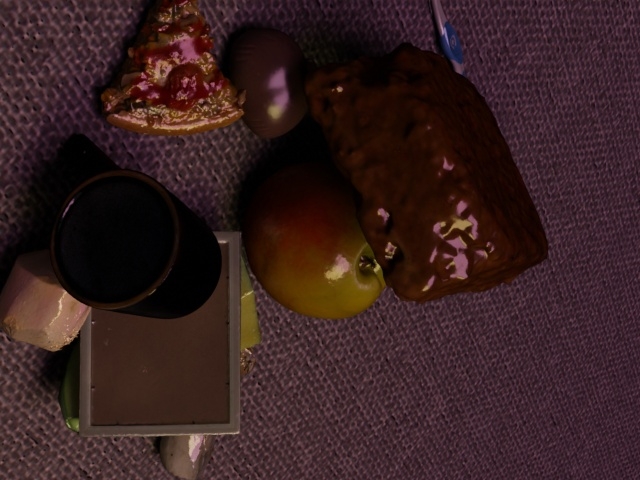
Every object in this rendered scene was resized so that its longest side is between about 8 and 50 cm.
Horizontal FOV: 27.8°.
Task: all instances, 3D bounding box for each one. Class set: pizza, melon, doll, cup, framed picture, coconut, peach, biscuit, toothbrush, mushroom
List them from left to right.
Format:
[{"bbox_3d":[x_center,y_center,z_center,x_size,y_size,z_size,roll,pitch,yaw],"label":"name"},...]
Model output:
[{"bbox_3d":[-0.335,0.064,1.600,0.116,0.116,0.122,14,107,-49],"label":"coconut"},{"bbox_3d":[-0.217,-0.021,1.576,0.177,0.166,0.239,34,47,-70],"label":"cup"},{"bbox_3d":[-0.226,0.135,1.750,0.323,0.124,0.196,-30,132,-22],"label":"melon"},{"bbox_3d":[-0.208,0.119,1.683,0.217,0.017,0.274,3,84,-15],"label":"framed picture"},{"bbox_3d":[-0.180,-0.224,1.596,0.188,0.062,0.199,-7,109,-20],"label":"pizza"},{"bbox_3d":[-0.168,0.240,1.906,0.092,0.081,0.223,18,98,-31],"label":"mushroom"},{"bbox_3d":[-0.096,-0.210,1.705,0.188,0.096,0.145,3,97,-20],"label":"doll"},{"bbox_3d":[0.000,0.000,1.826,0.231,0.231,0.231,-24,129,-34],"label":"peach"},{"bbox_3d":[0.164,-0.092,1.780,0.166,0.342,0.395,-24,172,21],"label":"biscuit"},{"bbox_3d":[0.198,-0.298,1.991,0.040,0.040,0.386,-39,139,-22],"label":"toothbrush"}]
